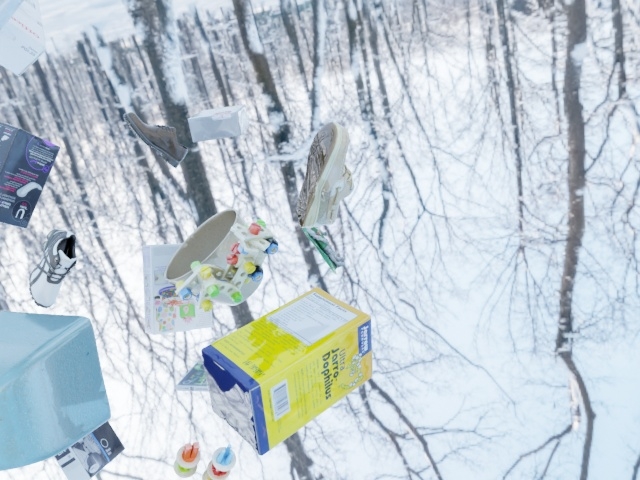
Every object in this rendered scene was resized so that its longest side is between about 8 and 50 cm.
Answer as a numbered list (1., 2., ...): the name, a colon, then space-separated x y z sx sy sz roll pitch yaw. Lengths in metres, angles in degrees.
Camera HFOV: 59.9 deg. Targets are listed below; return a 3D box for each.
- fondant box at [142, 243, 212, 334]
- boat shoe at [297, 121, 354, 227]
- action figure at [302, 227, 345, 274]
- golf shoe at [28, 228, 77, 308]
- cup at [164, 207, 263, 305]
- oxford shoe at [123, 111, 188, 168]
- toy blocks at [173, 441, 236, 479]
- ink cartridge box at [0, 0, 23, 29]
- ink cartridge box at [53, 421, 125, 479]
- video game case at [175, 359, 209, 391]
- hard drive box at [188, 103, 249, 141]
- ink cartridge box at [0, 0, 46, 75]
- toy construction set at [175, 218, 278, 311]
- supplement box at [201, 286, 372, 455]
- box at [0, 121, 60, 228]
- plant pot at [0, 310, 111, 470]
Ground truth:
1. fondant box: -0.539 0.176 2.097 0.238 0.330 0.096 -2 178 -39
2. boat shoe: 0.023 -0.137 1.228 0.098 0.302 0.109 1 -129 -15
3. action figure: 0.000 0.000 1.964 0.063 0.232 0.137 -36 -161 13
4. golf shoe: -0.646 0.067 1.351 0.094 0.198 0.077 -2 166 37
5. cup: -0.335 0.088 1.915 0.331 0.237 0.331 -33 -154 18
6. oxford shoe: -0.487 -0.318 1.655 0.096 0.227 0.083 -50 -132 -1
7. toy blocks: -0.245 0.465 1.184 0.123 0.148 0.054 24 -140 -2
8. ink cartridge box: -0.770 -0.576 1.234 0.224 0.223 0.045 -58 175 -8
9. ink cartridge box: -0.641 0.436 1.400 0.065 0.332 0.165 -35 179 12
10. video game case: -0.329 0.416 1.718 0.173 0.022 0.190 -1 -168 9
11. hard drive box: -0.376 -0.443 2.088 0.181 0.089 0.232 -8 -159 3
12. ink cartridge box: -0.839 -0.591 1.424 0.117 0.207 0.283 -36 -126 13
13. toy construction set: -0.232 0.050 1.493 0.215 0.151 0.327 2 141 -45
14. supplement box: -0.067 0.291 1.309 0.356 0.195 0.194 -25 -146 -35
15. box: -0.911 -0.193 1.611 0.143 0.270 0.165 19 176 20
16. plant pot: -0.613 0.307 1.095 0.247 0.248 0.252 1 -163 17
